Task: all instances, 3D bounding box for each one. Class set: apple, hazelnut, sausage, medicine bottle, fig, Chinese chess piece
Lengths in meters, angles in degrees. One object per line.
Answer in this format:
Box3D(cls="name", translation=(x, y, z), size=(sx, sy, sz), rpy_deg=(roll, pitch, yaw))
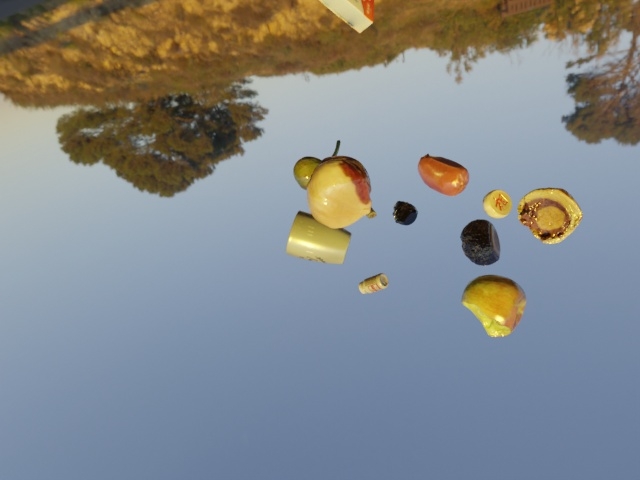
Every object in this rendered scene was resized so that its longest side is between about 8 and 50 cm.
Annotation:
Box3D(cls="apple", translation=(0.688, 0.255, 1.790), size=(0.226, 0.246, 0.246), rpy_deg=(22, -133, 37))
Box3D(cls="hazelnut", translation=(0.070, -0.167, 1.543), size=(0.241, 0.261, 0.261), rpy_deg=(28, -142, 0))
Box3D(cls="sausage", translation=(0.514, -0.274, 1.866), size=(0.148, 0.148, 0.254), rpy_deg=(-27, -144, -17))
Box3D(cls="medicine bottle", translation=(0.263, 0.218, 2.227), size=(0.140, 0.079, 0.079), rpy_deg=(-26, -161, 39))
Box3D(cls="fig", translation=(0.000, -0.316, 1.850), size=(0.245, 0.149, 0.149), rpy_deg=(-36, -154, 10))
Box3D(cls="Chinese chess piece", translation=(0.744, -0.153, 1.873), size=(0.122, 0.122, 0.051), rpy_deg=(-31, 179, -22))

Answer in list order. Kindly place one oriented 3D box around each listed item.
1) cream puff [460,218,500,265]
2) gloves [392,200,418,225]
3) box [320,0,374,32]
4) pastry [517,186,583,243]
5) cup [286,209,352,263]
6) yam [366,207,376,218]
Box3D(cls="cream puff", translation=(0.799, 0.011, 2.231), size=(0.165, 0.239, 0.239), rpy_deg=(-15, -154, 33))
Box3D(cls="gloves", translation=(0.486, -0.169, 2.652), size=(0.164, 0.124, 0.203), rpy_deg=(-37, -140, -13))
Box3D(cls="box", translation=(0.009, -0.613, 0.927), size=(0.048, 0.265, 0.273), rpy_deg=(-20, -124, 47))
Box3D(cls="pastry", translation=(1.059, -0.136, 2.038), size=(0.170, 0.236, 0.256), rpy_deg=(-21, -117, -43))
Box3D(cls="cup", translation=(0.000, 0.000, 1.833), size=(0.234, 0.186, 0.258), rpy_deg=(17, 180, 2))
Box3D(cls="yam", translation=(0.203, -0.128, 1.890), size=(0.043, 0.043, 0.094), rpy_deg=(-22, -136, -7))
